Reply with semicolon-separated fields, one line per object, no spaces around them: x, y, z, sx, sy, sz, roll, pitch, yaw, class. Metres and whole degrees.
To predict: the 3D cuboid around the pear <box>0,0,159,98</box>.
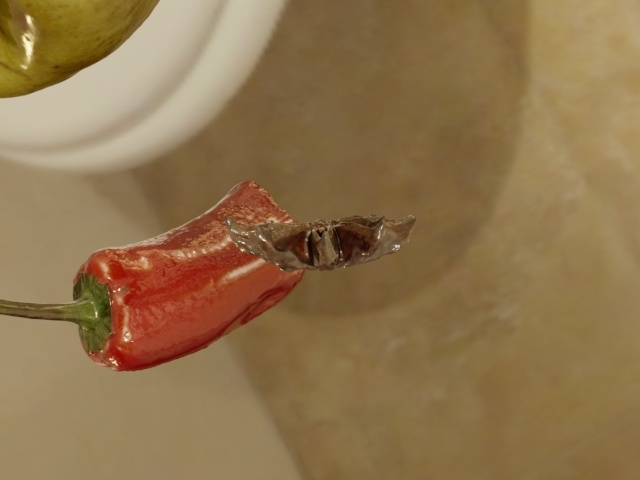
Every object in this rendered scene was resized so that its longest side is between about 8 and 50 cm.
-0.263;-0.274;1.493;0.304;0.304;0.303;10;108;34;pear

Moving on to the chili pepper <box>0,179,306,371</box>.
-0.174;0.064;1.846;0.134;0.338;0.131;42;142;33;chili pepper

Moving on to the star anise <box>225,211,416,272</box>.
0.000;0.001;1.372;0.141;0.141;0.042;-2;92;36;star anise
